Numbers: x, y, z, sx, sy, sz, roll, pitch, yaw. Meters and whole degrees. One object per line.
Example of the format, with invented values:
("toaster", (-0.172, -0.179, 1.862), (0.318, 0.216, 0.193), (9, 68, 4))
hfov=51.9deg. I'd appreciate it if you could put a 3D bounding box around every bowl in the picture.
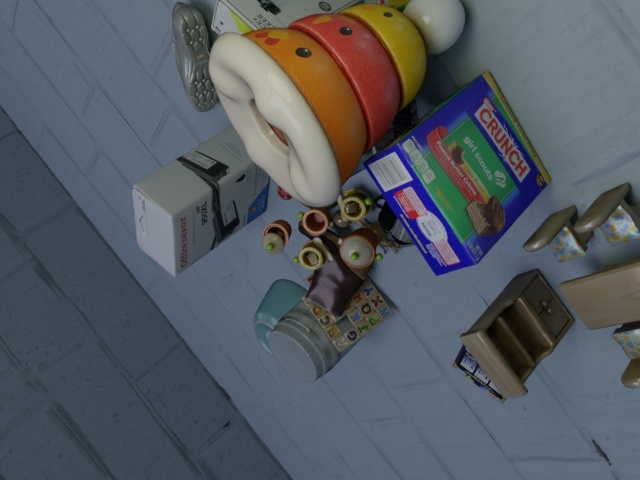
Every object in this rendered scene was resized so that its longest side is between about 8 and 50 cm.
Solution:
("bowl", (-0.119, 0.309, 2.315), (0.311, 0.163, 0.311), (31, 142, 28))

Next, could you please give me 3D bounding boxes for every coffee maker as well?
("coffee maker", (0.201, -0.099, 1.580), (0.171, 0.120, 0.178), (38, 144, 19))

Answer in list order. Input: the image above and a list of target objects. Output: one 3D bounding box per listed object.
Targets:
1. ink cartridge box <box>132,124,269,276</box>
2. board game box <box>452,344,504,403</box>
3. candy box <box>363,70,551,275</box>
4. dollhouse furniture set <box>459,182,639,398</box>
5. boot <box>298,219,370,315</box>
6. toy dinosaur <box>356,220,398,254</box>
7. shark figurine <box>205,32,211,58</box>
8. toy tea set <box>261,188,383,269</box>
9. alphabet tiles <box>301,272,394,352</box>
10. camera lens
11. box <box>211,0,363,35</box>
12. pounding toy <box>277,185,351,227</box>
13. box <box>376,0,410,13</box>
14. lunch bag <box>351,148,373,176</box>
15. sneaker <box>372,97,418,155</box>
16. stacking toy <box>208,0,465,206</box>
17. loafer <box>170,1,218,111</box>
("ink cartridge box", (-0.343, -0.120, 1.948), (0.166, 0.395, 0.285), (37, 145, 20))
("board game box", (0.453, 0.343, 1.779), (0.170, 0.048, 0.141), (37, 142, 21))
("candy box", (0.277, -0.133, 1.279), (0.268, 0.317, 0.122), (55, 145, -9))
("dollhouse furniture set", (0.518, 0.152, 1.327), (0.362, 0.256, 0.394), (53, 147, -4))
("boot", (0.005, 0.078, 1.883), (0.248, 0.207, 0.090), (31, -173, 0))
("toy dinosaur", (0.138, -0.016, 1.813), (0.183, 0.053, 0.092), (37, 130, 7))
("shark figurine", (-0.196, -0.452, 1.732), (0.278, 0.116, 0.166), (11, 97, 34))
("toy tea set", (0.000, 0.000, 1.756), (0.336, 0.124, 0.200), (-17, 106, 23))
("alphabet tiles", (0.069, 0.176, 1.935), (0.237, 0.198, 0.009), (54, 171, 10))
("camera lens", (0.001, 0.276, 2.037), (0.219, 0.274, 0.219), (30, 142, 28))
("box", (-0.063, -0.475, 1.371), (0.169, 0.290, 0.087), (45, 147, 10))
("pounding toy", (-0.033, -0.119, 1.845), (0.183, 0.110, 0.237), (-10, 114, 53))
("box", (0.139, -0.524, 1.283), (0.105, 0.043, 0.179), (14, 146, 42))
("lunch bag", (0.092, -0.216, 1.505), (0.090, 0.219, 0.176), (56, 146, 3))
("sneaker", (0.154, -0.263, 1.363), (0.121, 0.111, 0.300), (94, 164, -66))
("stacking toy", (0.069, -0.321, 1.214), (0.350, 0.480, 0.350), (48, 165, 18))
("loafer", (-0.354, -0.514, 1.856), (0.111, 0.112, 0.319), (53, 154, 40))
